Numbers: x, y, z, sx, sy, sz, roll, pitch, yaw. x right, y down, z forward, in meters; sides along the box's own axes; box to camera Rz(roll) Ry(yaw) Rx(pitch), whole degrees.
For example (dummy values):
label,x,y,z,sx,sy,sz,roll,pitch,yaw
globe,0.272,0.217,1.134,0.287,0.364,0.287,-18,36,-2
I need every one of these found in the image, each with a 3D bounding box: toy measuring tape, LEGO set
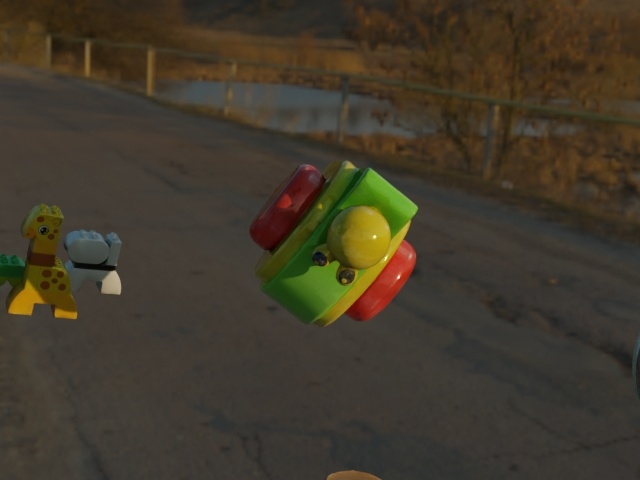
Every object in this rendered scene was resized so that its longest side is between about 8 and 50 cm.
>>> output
label,x,y,z,sx,sy,sz,roll,pitch,yaw
toy measuring tape,0.000,0.000,0.831,0.121,0.121,0.330,2,4,-6
LEGO set,-0.260,0.005,0.889,0.227,0.093,0.087,7,21,-28

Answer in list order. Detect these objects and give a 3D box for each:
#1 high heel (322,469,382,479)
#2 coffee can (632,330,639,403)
label,x,y,z,sx,sy,sz,roll,pitch,yaw
high heel,-0.009,0.215,0.404,0.082,0.117,0.244,8,48,-6
coffee can,0.360,0.155,0.826,0.201,0.201,0.275,4,19,7
